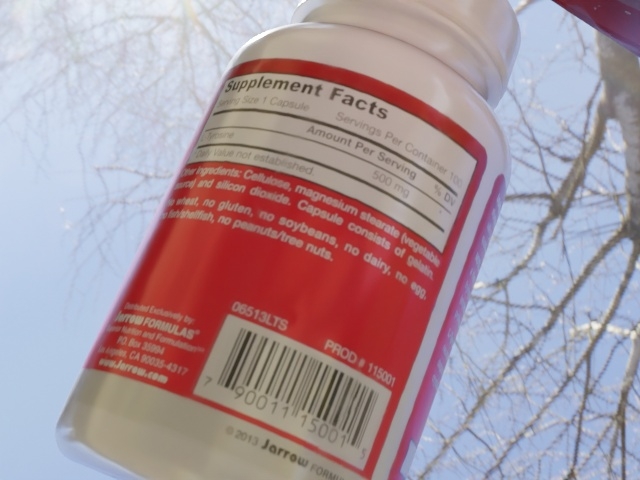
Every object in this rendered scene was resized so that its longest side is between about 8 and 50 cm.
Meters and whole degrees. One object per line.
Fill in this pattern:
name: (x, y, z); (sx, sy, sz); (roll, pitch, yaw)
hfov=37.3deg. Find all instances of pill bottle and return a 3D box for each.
pill bottle: (0.000, 0.000, 0.676); (0.229, 0.229, 0.408); (12, -111, 30)

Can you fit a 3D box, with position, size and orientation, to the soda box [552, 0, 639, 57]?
soda box: (0.070, -0.192, 0.416); (0.263, 0.092, 0.083); (34, -93, 1)
